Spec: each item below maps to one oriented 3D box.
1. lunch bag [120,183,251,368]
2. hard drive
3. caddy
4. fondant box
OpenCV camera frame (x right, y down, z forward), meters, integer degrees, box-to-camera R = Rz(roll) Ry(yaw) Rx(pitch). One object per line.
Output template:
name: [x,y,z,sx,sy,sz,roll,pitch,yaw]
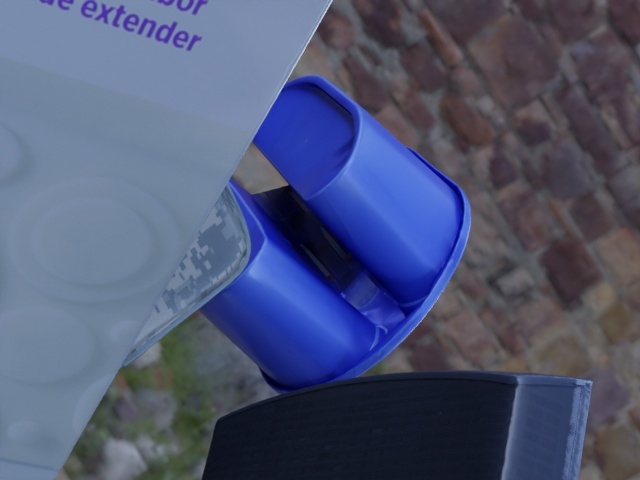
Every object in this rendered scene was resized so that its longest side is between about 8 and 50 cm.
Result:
lunch bag: [-0.252,0.007,1.080,0.256,0.305,0.213,-3,-59,53]
hard drive: [0.017,0.149,0.738,0.054,0.254,0.172,33,59,-33]
caddy: [0.000,0.000,1.273,0.179,0.241,0.341,44,3,-24]
fondant box: [-0.158,-0.053,0.478,0.238,0.330,0.096,17,37,-23]
